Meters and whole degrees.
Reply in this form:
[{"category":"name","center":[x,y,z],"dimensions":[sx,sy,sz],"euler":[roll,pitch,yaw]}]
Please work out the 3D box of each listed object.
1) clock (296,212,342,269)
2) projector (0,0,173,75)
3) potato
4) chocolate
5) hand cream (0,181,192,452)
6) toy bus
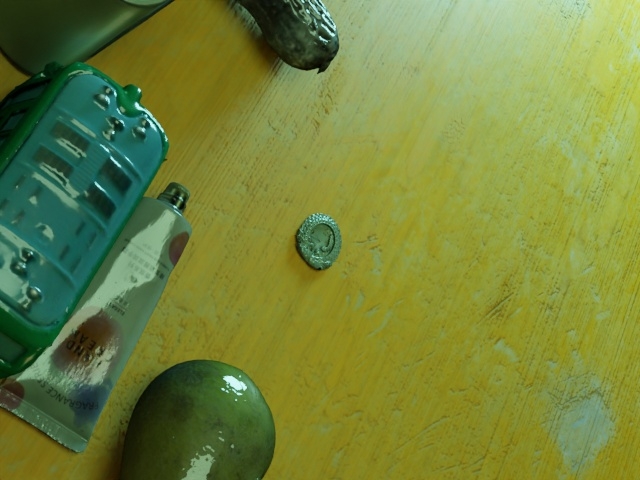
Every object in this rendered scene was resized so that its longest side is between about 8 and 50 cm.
[{"category":"clock","center":[0.000,0.000,1.549],"dimensions":[0.074,0.010,0.083],"euler":[49,53,-19]},{"category":"projector","center":[-0.266,-0.362,1.271],"dimensions":[0.248,0.249,0.249],"euler":[-45,106,-36]},{"category":"potato","center":[-0.149,0.259,1.278],"dimensions":[0.174,0.159,0.251],"euler":[25,49,-3]},{"category":"chocolate","center":[-0.062,-0.339,1.520],"dimensions":[0.110,0.110,0.248],"euler":[-47,112,-36]},{"category":"hand cream","center":[-0.243,0.072,1.304],"dimensions":[0.124,0.077,0.341],"euler":[39,62,-26]},{"category":"toy bus","center":[-0.308,-0.033,1.191],"dimensions":[0.183,0.199,0.344],"euler":[40,56,-23]}]
